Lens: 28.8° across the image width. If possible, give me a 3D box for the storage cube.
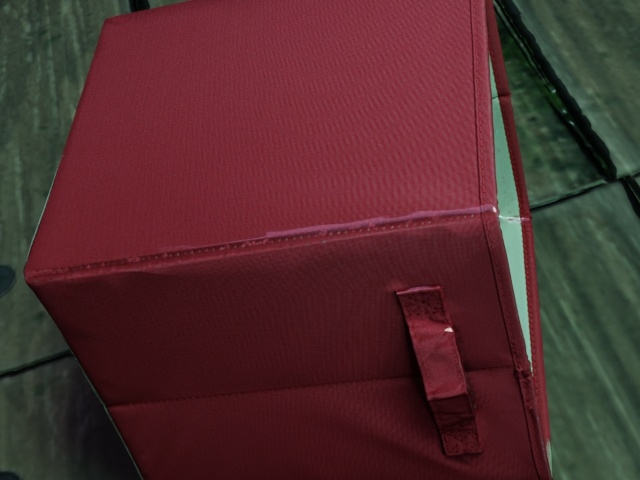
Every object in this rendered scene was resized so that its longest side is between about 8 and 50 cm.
[{"bbox_3d":[0.000,0.000,0.596,0.193,0.183,0.215,-8,43,12],"label":"storage cube"}]
